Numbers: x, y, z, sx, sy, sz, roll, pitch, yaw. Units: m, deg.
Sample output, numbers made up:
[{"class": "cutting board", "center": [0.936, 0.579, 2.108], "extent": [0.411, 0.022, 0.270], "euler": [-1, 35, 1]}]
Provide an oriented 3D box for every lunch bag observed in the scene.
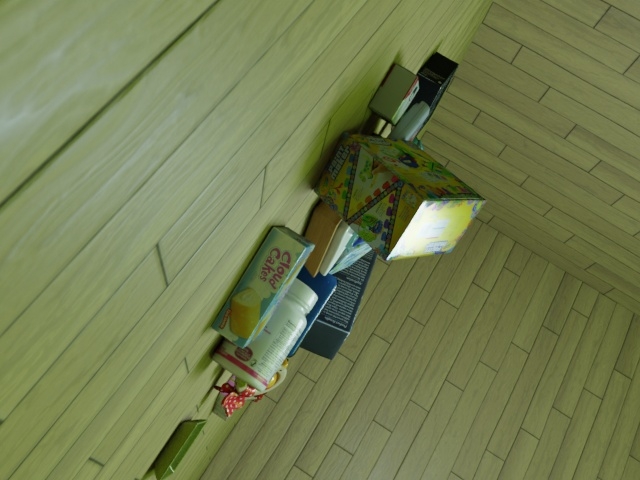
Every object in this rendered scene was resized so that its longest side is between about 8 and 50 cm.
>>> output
[{"class": "lunch bag", "center": [0.090, 0.030, 2.023], "extent": [0.219, 0.090, 0.176], "euler": [-24, 167, -46]}]

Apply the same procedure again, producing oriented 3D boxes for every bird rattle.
[{"class": "bird rattle", "center": [-0.202, 0.432, 1.806], "extent": [0.207, 0.143, 0.253], "euler": [-3, 127, -25]}]

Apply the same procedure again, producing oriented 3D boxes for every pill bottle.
[{"class": "pill bottle", "center": [-0.137, 0.229, 1.533], "extent": [0.283, 0.160, 0.160], "euler": [-56, 173, -17]}]

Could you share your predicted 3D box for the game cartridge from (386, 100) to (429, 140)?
[{"class": "game cartridge", "center": [0.210, -0.262, 1.737], "extent": [0.196, 0.060, 0.294], "euler": [-47, 173, -23]}]

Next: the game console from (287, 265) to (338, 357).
[{"class": "game console", "center": [-0.079, 0.221, 1.942], "extent": [0.293, 0.250, 0.173], "euler": [-57, 147, -6]}]

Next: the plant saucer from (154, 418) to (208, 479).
[{"class": "plant saucer", "center": [-0.412, 0.597, 1.719], "extent": [0.188, 0.045, 0.188], "euler": [-56, 173, -13]}]

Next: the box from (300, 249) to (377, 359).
[{"class": "box", "center": [0.044, 0.213, 2.313], "extent": [0.293, 0.212, 0.395], "euler": [112, 2, -58]}]

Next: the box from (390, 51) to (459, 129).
[{"class": "box", "center": [0.370, -0.510, 2.114], "extent": [0.184, 0.103, 0.261], "euler": [-48, 169, -40]}]

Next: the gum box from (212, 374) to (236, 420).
[{"class": "gum box", "center": [-0.326, 0.566, 2.146], "extent": [0.107, 0.062, 0.188], "euler": [-52, 171, -42]}]

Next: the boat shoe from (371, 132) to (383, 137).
[{"class": "boat shoe", "center": [0.181, -0.297, 1.867], "extent": [0.060, 0.064, 0.178], "euler": [-60, 176, 4]}]

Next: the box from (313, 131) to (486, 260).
[{"class": "box", "center": [0.196, -0.112, 1.457], "extent": [0.290, 0.279, 0.177], "euler": [-4, 132, -47]}]

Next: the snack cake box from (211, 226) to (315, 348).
[{"class": "snack cake box", "center": [-0.124, 0.100, 1.338], "extent": [0.264, 0.089, 0.152], "euler": [-58, 173, 6]}]

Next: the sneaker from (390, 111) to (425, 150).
[{"class": "sneaker", "center": [0.285, -0.285, 1.994], "extent": [0.108, 0.121, 0.302], "euler": [42, 57, -86]}]

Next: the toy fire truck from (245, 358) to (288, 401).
[{"class": "toy fire truck", "center": [-0.271, 0.621, 2.583], "extent": [0.217, 0.158, 0.246], "euler": [-63, -178, 39]}]

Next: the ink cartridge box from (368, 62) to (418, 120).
[{"class": "ink cartridge box", "center": [0.197, -0.378, 1.554], "extent": [0.127, 0.072, 0.175], "euler": [-59, 173, 10]}]

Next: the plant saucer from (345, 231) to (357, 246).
[{"class": "plant saucer", "center": [0.117, -0.026, 1.833], "extent": [0.067, 0.018, 0.192], "euler": [-60, 174, 19]}]

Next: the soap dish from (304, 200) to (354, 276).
[{"class": "soap dish", "center": [0.044, -0.051, 1.757], "extent": [0.229, 0.118, 0.291], "euler": [-54, 172, -35]}]
